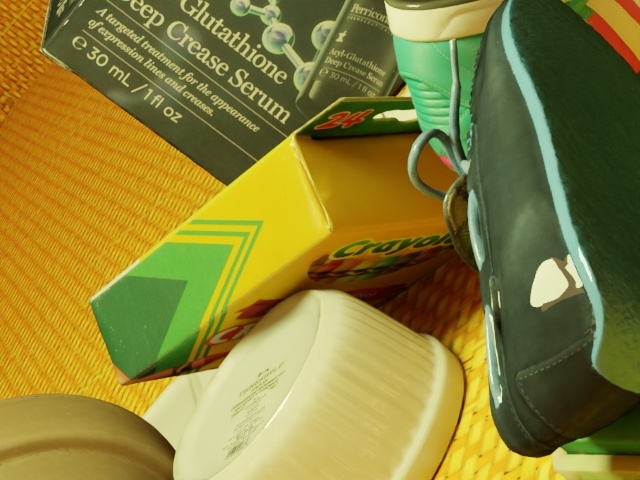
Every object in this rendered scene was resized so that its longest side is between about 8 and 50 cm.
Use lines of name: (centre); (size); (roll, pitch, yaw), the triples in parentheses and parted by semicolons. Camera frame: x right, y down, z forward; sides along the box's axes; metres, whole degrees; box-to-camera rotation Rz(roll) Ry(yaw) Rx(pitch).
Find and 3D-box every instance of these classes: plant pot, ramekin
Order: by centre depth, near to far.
plant pot: (-0.180, 0.271, 1.279); (0.263, 0.263, 0.229); (-50, 34, 9)
ramekin: (-0.009, 0.129, 1.284); (0.207, 0.109, 0.207); (-46, 19, 21)

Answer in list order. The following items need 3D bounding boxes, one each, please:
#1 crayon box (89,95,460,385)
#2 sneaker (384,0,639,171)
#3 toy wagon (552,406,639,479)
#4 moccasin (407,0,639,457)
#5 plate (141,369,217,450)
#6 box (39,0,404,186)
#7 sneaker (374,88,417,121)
crayon box: (0.000, 0.000, 1.370); (0.318, 0.202, 0.081); (-37, 68, 43)
sneaker: (0.187, -0.111, 1.232); (0.295, 0.178, 0.124); (-17, 25, -20)
toy wagon: (0.205, 0.049, 0.954); (0.344, 0.068, 0.267); (-59, 18, -18)
moccasin: (0.110, -0.025, 1.005); (0.117, 0.138, 0.342); (-49, 16, 29)
plate: (-0.147, 0.223, 1.570); (0.277, 0.045, 0.278); (-50, 18, 8)
box: (-0.035, -0.271, 1.817); (0.395, 0.293, 0.212); (-50, 18, 13)
sneaker: (0.030, -0.063, 1.582); (0.258, 0.091, 0.094); (-53, 17, 1)
